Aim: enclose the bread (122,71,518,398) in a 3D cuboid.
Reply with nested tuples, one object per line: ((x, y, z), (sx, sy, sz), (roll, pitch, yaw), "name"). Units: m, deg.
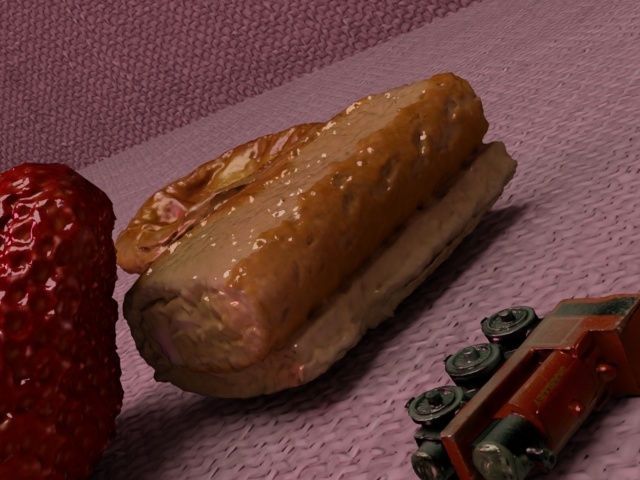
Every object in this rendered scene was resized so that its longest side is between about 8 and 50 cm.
((0.000, 0.000, 1.123), (0.237, 0.165, 0.375), (-14, 23, 49), "bread")

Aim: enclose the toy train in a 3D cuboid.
((0.137, 0.100, 0.751), (0.118, 0.074, 0.176), (-6, 25, 46), "toy train")

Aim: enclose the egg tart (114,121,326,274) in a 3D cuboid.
((-0.099, -0.034, 1.461), (0.341, 0.132, 0.341), (-26, 15, 7), "egg tart")

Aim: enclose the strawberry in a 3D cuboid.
((-0.295, 0.092, 1.044), (0.312, 0.267, 0.351), (-63, -4, -86), "strawberry")
